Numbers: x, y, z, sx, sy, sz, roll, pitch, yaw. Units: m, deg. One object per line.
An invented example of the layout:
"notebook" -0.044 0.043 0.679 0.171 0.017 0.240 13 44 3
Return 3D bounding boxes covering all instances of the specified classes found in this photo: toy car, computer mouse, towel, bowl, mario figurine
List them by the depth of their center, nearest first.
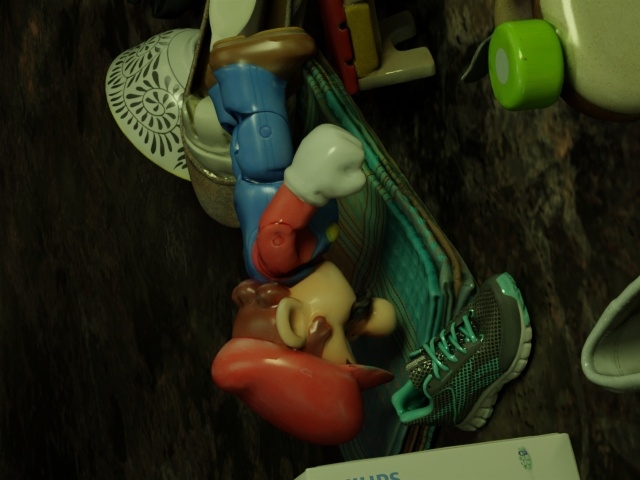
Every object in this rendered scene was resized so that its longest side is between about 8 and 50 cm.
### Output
"toy car" 0.156 -0.128 1.162 0.188 0.155 0.149 133 129 -72
"mario figurine" 0.000 0.000 1.492 0.170 0.198 0.321 -12 83 27
"towel" 0.018 0.031 1.633 0.370 0.040 0.271 -120 35 -46
"bowl" -0.106 -0.141 1.750 0.080 0.170 0.170 -50 48 40
"computer mouse" -0.165 -0.271 2.012 0.242 0.041 0.071 -153 70 -71

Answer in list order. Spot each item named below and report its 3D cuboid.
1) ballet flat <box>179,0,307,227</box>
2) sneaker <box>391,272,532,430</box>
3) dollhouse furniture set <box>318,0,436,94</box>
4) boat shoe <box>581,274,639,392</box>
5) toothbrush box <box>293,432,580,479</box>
"ballet flat" -0.073 -0.148 1.617 0.106 0.107 0.316 -44 -35 -64
"sneaker" 0.102 0.089 1.402 0.166 0.076 0.065 110 146 -43
"dollhouse furniture set" -0.030 -0.304 1.407 0.201 0.152 0.374 -109 5 -47
"boat shoe" 0.251 0.009 1.009 0.320 0.103 0.118 131 130 -59
"toothbrush box" 0.093 0.292 1.300 0.122 0.206 0.283 135 126 -61
